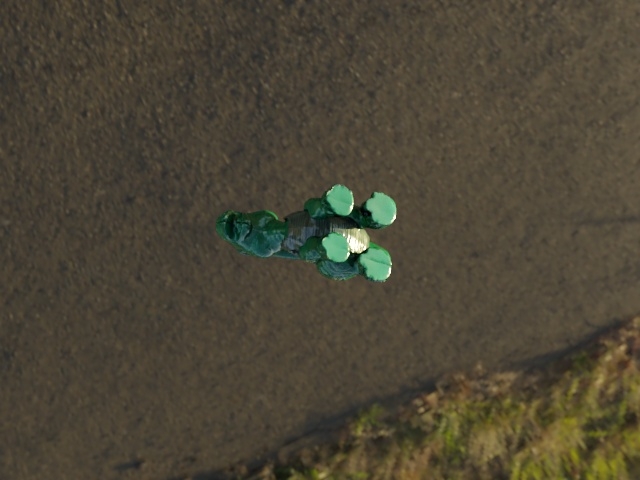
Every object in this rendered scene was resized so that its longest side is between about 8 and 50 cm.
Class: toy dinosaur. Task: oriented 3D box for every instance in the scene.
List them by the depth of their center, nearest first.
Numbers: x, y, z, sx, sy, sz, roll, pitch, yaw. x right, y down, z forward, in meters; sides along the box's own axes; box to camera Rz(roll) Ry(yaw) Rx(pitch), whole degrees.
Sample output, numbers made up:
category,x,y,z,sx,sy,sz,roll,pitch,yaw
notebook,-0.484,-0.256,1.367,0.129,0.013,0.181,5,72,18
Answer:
category,x,y,z,sx,sy,sz,roll,pitch,yaw
toy dinosaur,0.000,0.000,0.707,0.132,0.059,0.096,19,162,-40
